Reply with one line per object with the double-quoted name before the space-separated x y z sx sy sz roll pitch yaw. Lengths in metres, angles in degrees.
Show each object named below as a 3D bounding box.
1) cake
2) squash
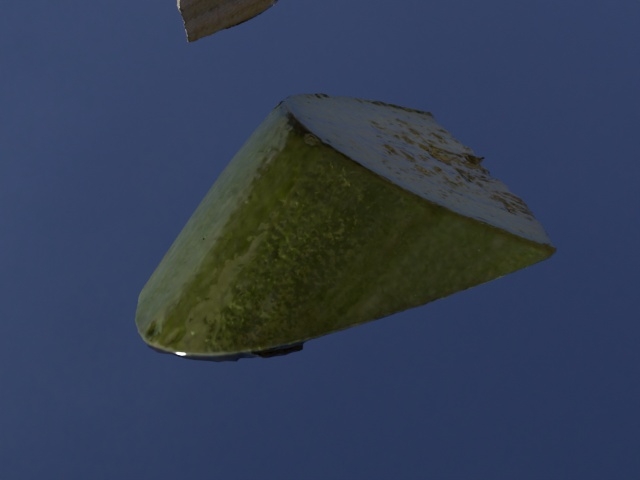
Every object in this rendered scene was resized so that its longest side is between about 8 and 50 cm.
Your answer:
"cake" -0.088 -0.200 1.394 0.065 0.052 0.121 15 -147 33
"squash" 0.000 0.000 1.050 0.204 0.155 0.237 16 -164 -22
